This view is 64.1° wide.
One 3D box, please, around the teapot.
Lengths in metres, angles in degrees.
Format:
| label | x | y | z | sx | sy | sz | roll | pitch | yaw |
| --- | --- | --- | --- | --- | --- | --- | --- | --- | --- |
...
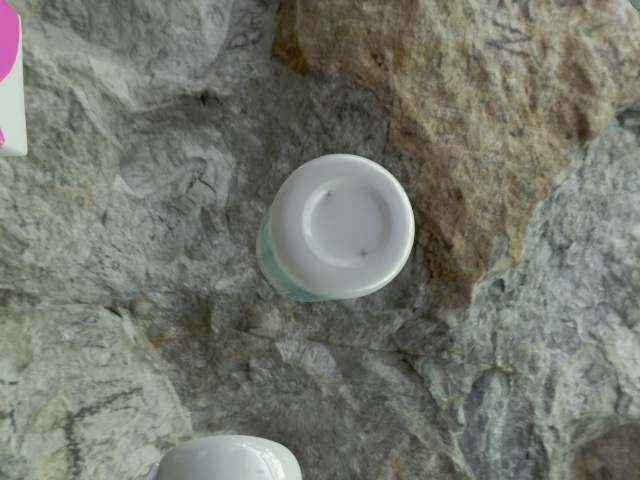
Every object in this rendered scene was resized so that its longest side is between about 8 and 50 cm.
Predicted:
| label | x | y | z | sx | sy | sz | roll | pitch | yaw |
| --- | --- | --- | --- | --- | --- | --- | --- | --- | --- |
| teapot | -0.147 | 0.424 | 0.771 | 0.256 | 0.252 | 0.187 | -12 | -135 | 9 |

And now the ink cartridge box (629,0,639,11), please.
| label | x | y | z | sx | sy | sz | roll | pitch | yaw |
| --- | --- | --- | --- | --- | --- | --- | --- | --- | --- |
| ink cartridge box | 0.356 | -0.293 | 0.333 | 0.115 | 0.198 | 0.273 | 40 | -76 | -22 |

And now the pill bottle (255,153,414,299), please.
| label | x | y | z | sx | sy | sz | roll | pitch | yaw |
| --- | --- | --- | --- | --- | --- | --- | --- | --- | --- |
| pill bottle | 0.000 | 0.000 | 0.615 | 0.146 | 0.264 | 0.146 | 1 | -98 | -11 |

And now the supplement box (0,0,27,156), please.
| label | x | y | z | sx | sy | sz | roll | pitch | yaw |
| --- | --- | --- | --- | --- | --- | --- | --- | --- | --- |
| supplement box | -0.320 | -0.110 | 0.314 | 0.220 | 0.111 | 0.113 | -2 | -91 | -9 |
